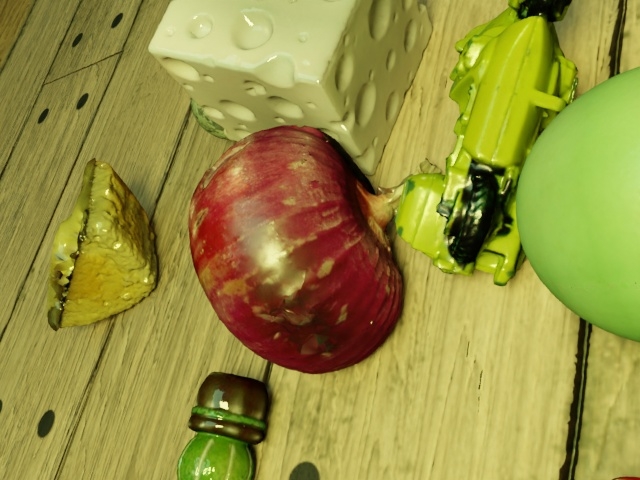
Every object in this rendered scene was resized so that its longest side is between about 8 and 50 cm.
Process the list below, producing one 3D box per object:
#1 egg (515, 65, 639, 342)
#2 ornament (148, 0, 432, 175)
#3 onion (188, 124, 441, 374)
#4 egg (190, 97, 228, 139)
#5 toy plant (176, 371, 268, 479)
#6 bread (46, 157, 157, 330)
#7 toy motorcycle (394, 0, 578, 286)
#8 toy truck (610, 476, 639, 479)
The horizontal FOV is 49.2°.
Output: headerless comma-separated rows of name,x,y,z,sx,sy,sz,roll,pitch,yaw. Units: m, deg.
egg,0.284,-0.027,0.525,0.270,0.220,0.220,2,67,40
ornament,-0.024,-0.259,0.899,0.240,0.240,0.239,17,77,23
onion,-0.025,0.018,0.779,0.272,0.256,0.230,-52,25,28
egg,-0.124,-0.230,1.109,0.172,0.132,0.132,-16,54,20
toy plant,-0.116,0.243,0.828,0.093,0.093,0.162,-8,61,41
bread,-0.359,0.008,1.165,0.262,0.163,0.204,-55,37,37
toy motorcycle,0.184,-0.129,0.728,0.142,0.206,0.342,17,86,15
toy truck,0.258,0.226,0.346,0.265,0.239,0.189,14,66,12
